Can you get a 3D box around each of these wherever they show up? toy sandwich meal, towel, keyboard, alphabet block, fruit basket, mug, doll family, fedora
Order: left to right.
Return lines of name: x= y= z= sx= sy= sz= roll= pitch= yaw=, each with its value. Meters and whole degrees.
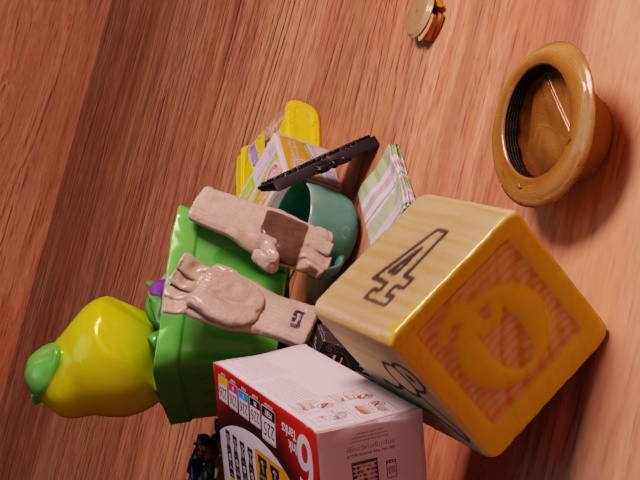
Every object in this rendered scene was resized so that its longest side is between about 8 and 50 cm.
fruit basket: x=-0.234 y=0.133 z=1.925 sx=0.392 sy=0.392 sz=0.283 roll=-28 pitch=50 yaw=57
doll family: x=-0.175 y=0.349 z=2.112 sx=0.193 sy=0.076 sz=0.111 roll=-159 pitch=82 yaw=-68
mug: x=-0.004 y=-0.002 z=1.950 sx=0.129 sy=0.097 sz=0.158 roll=-28 pitch=51 yaw=56
keyboard: x=0.000 y=-0.115 z=1.952 sx=0.108 sy=0.180 sz=0.023 roll=3 pitch=117 yaw=66
towel: x=0.090 y=-0.056 z=1.879 sx=0.113 sy=0.023 sz=0.152 roll=-55 pitch=30 yaw=32
toy sandwich meal: x=0.153 y=-0.326 z=1.917 sx=0.085 sy=0.029 sz=0.085 roll=-52 pitch=28 yaw=43
alphabet block: x=0.145 y=0.084 z=1.409 sx=0.193 sy=0.192 sz=0.197 roll=-47 pitch=23 yaw=-11
fedora: x=0.270 y=-0.126 z=1.484 sx=0.194 sy=0.079 sz=0.194 roll=-30 pitch=54 yaw=54

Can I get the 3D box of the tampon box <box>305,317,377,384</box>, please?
tampon box: x=0.022 y=0.202 z=1.717 sx=0.101 sy=0.120 sz=0.161 roll=-112 pitch=44 yaw=-74

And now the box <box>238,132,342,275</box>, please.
box: x=-0.064 y=-0.050 z=2.097 sx=0.203 sy=0.103 sz=0.114 roll=-59 pitch=28 yaw=27

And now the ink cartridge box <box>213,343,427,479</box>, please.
ink cartridge box: x=-0.001 y=0.290 z=1.509 sx=0.309 sy=0.130 sz=0.272 roll=-161 pitch=64 yaw=-64

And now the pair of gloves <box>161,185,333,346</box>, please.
pair of gloves: x=-0.092 y=0.036 z=1.755 sx=0.240 sy=0.204 sz=0.042 roll=-77 pitch=5 yaw=-46

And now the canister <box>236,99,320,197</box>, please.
canister: x=-0.070 y=-0.141 z=2.207 sx=0.170 sy=0.073 sz=0.126 roll=-43 pitch=38 yaw=44
